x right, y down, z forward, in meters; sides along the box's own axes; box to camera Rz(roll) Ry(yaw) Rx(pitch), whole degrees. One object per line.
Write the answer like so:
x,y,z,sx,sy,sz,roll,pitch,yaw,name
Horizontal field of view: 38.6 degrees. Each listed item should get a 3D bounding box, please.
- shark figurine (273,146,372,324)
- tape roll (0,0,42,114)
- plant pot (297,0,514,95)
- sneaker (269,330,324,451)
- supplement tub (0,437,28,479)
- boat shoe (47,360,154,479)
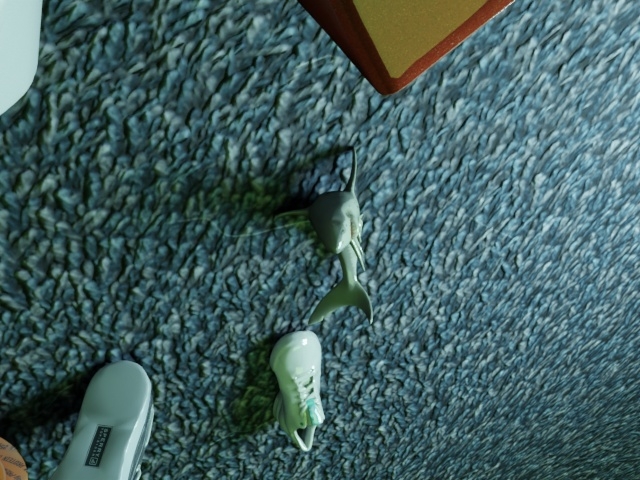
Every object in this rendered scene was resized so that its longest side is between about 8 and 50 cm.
0.002,-0.006,1.142,0.116,0.166,0.278,-3,155,4,shark figurine
-0.330,-0.175,0.608,0.286,0.286,0.100,-4,131,-29,tape roll
0.054,-0.327,0.737,0.267,0.267,0.236,-38,126,6,plant pot
-0.023,0.221,1.321,0.080,0.094,0.212,-15,136,-17,sneaker
-0.464,0.396,1.145,0.193,0.193,0.316,-1,130,-31,supplement tub
-0.279,0.301,1.128,0.108,0.301,0.102,7,146,10,boat shoe
